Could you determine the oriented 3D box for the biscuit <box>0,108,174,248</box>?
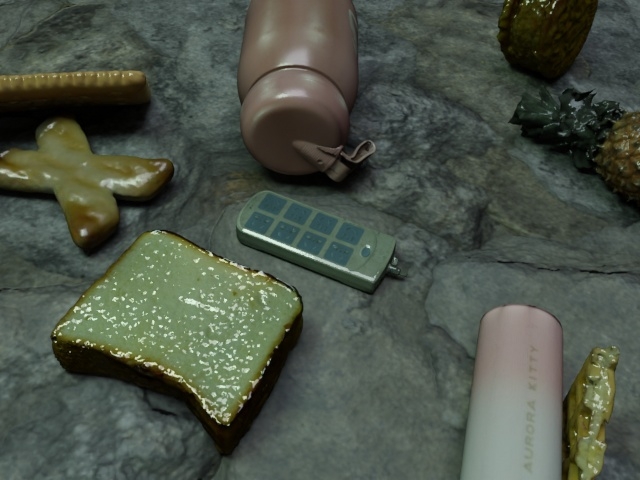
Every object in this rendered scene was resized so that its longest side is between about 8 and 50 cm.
[{"bbox_3d":[-0.312,-0.084,0.807,0.207,0.047,0.164,28,55,18],"label":"biscuit"}]

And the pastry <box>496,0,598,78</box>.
[{"bbox_3d":[0.372,-0.364,1.028,0.103,0.189,0.188,29,52,31],"label":"pastry"}]

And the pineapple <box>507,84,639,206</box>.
[{"bbox_3d":[0.389,-0.142,0.879,0.248,0.128,0.128,34,54,29],"label":"pineapple"}]

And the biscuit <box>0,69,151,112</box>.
[{"bbox_3d":[-0.361,-0.200,0.862,0.249,0.030,0.160,-6,5,-12],"label":"biscuit"}]

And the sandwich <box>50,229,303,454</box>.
[{"bbox_3d":[-0.139,0.091,0.655,0.214,0.065,0.186,20,49,13],"label":"sandwich"}]

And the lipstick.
[{"bbox_3d":[0.169,0.208,0.563,0.087,0.087,0.327,14,48,7],"label":"lipstick"}]

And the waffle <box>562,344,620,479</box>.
[{"bbox_3d":[0.237,0.202,0.555,0.032,0.125,0.191,13,46,9],"label":"waffle"}]

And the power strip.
[{"bbox_3d":[0.000,0.000,0.771,0.226,0.029,0.080,21,50,13],"label":"power strip"}]

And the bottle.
[{"bbox_3d":[-0.016,-0.223,0.886,0.206,0.173,0.297,28,41,-27],"label":"bottle"}]
